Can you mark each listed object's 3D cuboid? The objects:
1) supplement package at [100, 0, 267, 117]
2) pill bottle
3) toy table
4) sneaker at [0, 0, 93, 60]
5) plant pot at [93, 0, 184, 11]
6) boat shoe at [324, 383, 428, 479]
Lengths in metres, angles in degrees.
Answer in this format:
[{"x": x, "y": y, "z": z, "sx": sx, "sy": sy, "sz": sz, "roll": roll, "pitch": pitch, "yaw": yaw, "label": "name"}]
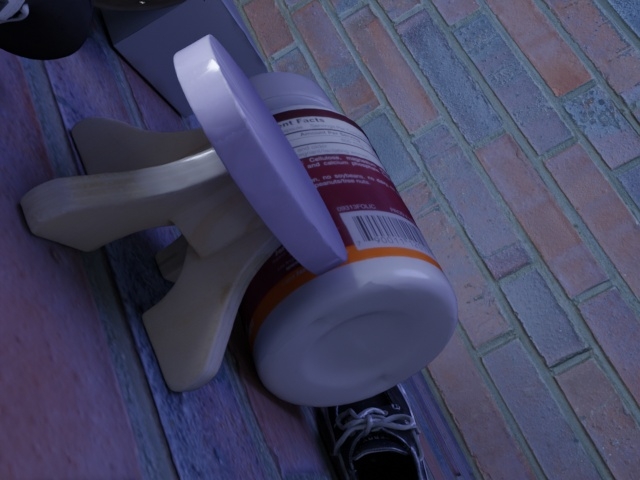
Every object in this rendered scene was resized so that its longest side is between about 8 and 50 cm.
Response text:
[{"x": -0.205, "y": -0.325, "z": 0.946, "sx": 0.203, "sy": 0.149, "sz": 0.194, "roll": 65, "pitch": 8, "yaw": 26, "label": "supplement package"}, {"x": -0.014, "y": -0.022, "z": 0.813, "sx": 0.224, "sy": 0.224, "sz": 0.392, "roll": 53, "pitch": 10, "yaw": -48, "label": "pill bottle"}, {"x": -0.094, "y": -0.028, "z": 0.535, "sx": 0.252, "sy": 0.161, "sz": 0.274, "roll": 65, "pitch": 7, "yaw": 30, "label": "toy table"}, {"x": -0.225, "y": -0.143, "z": 0.333, "sx": 0.330, "sy": 0.123, "sz": 0.146, "roll": 40, "pitch": 40, "yaw": -74, "label": "sneaker"}, {"x": -0.213, "y": -0.363, "z": 0.728, "sx": 0.284, "sy": 0.285, "sz": 0.190, "roll": -30, "pitch": 114, "yaw": -83, "label": "plant pot"}, {"x": 0.065, "y": 0.244, "z": 0.789, "sx": 0.104, "sy": 0.113, "sz": 0.306, "roll": 75, "pitch": 3, "yaw": -51, "label": "boat shoe"}]
